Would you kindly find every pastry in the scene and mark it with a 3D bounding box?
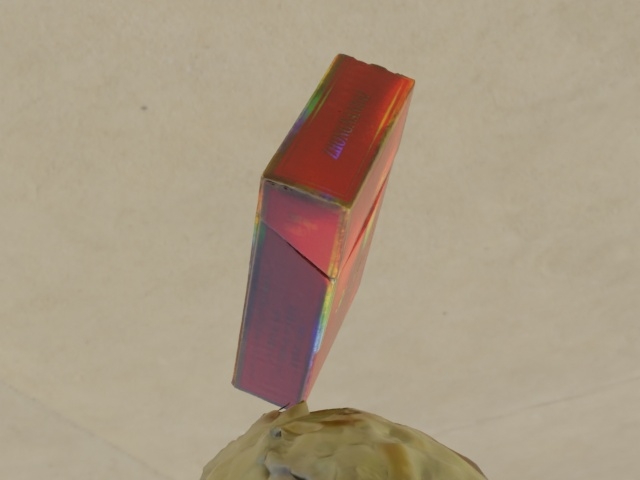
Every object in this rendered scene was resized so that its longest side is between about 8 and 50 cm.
[{"bbox_3d":[0.049,0.195,0.552,0.256,0.237,0.170,37,114,-10],"label":"pastry"}]

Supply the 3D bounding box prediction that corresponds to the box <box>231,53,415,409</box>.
[{"bbox_3d":[0.000,0.001,0.954,0.089,0.197,0.313,21,138,9],"label":"box"}]
